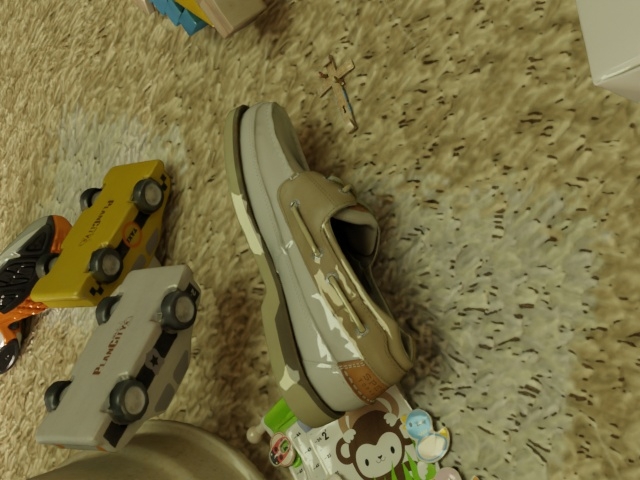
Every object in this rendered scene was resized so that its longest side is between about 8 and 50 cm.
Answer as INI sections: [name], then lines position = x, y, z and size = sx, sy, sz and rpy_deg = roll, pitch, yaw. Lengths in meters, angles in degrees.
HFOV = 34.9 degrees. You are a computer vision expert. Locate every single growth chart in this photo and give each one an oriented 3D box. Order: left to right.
[growth chart]
position = 0.037, 0.192, 0.827
size = 0.172, 0.021, 0.237
rpy_deg = -54, 50, 23

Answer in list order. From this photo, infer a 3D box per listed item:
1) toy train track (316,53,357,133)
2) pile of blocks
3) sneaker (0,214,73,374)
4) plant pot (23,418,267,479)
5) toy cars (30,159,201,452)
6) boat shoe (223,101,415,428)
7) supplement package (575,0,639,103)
[toy train track]
position = 0.014, -0.133, 0.916
size = 0.048, 0.014, 0.083
rpy_deg = -38, 58, 35
[pile of blocks]
position = -0.151, -0.317, 1.078
size = 0.112, 0.149, 0.362
rpy_deg = -36, 56, -17
[sneaker]
position = -0.386, 0.045, 1.240
size = 0.262, 0.099, 0.121
rpy_deg = -48, 48, 27
[plant pot]
position = -0.224, 0.323, 0.810
size = 0.333, 0.305, 0.334
rpy_deg = -3, 85, 31
[toy cars]
position = -0.188, 0.063, 0.988
size = 0.176, 0.087, 0.394
rpy_deg = -34, 35, 6
[boat shoe]
position = 0.000, 0.000, 0.851
size = 0.103, 0.113, 0.302
rpy_deg = -26, 61, 17
[supplement package]
position = 0.244, -0.230, 0.579
size = 0.175, 0.177, 0.293
rpy_deg = -23, 66, 42
